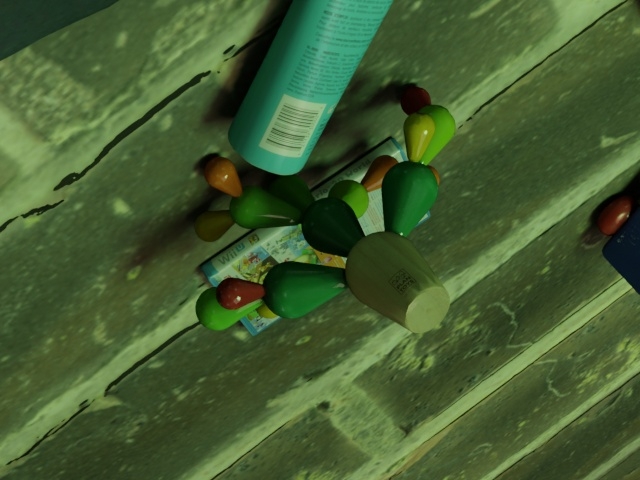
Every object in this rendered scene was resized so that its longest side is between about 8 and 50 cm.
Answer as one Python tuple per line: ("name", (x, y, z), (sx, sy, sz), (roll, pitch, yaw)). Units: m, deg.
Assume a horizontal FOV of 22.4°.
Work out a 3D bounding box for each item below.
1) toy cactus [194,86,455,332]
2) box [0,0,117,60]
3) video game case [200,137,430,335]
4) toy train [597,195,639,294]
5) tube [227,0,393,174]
("toy cactus", (0.020, -0.009, 1.046), (0.219, 0.180, 0.112), (-33, 133, -14))
("box", (-0.026, -0.330, 0.280), (0.471, 0.297, 0.480), (-27, 153, 4))
("video game case", (0.000, 0.000, 1.196), (0.166, 0.015, 0.119), (-34, 153, -2))
("toy train", (0.368, -0.061, 1.424), (0.143, 0.105, 0.248), (-13, 147, -54))
("tube", (0.009, -0.133, 0.966), (0.080, 0.052, 0.207), (-9, 138, -48))
